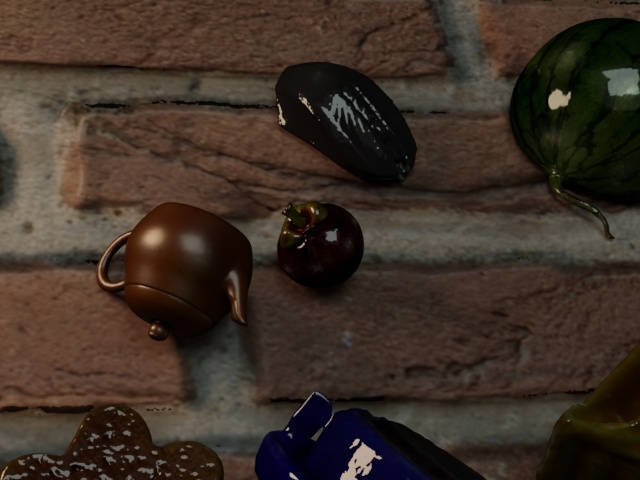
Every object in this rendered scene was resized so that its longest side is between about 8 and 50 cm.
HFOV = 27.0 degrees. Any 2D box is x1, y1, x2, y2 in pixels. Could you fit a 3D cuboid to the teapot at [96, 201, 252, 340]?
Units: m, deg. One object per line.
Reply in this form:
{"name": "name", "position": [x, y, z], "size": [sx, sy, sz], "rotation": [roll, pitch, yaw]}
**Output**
{"name": "teapot", "position": [-0.122, 0.034, 1.125], "size": [0.173, 0.116, 0.116], "rotation": [11, 42, 32]}

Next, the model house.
{"name": "model house", "position": [0.293, 0.133, 1.049], "size": [0.239, 0.268, 0.173], "rotation": [-4, 52, -8]}

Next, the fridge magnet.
{"name": "fridge magnet", "position": [0.072, 0.209, 0.937], "size": [0.265, 0.265, 0.113], "rotation": [35, 91, 15]}

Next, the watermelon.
{"name": "watermelon", "position": [0.305, -0.147, 1.371], "size": [0.232, 0.127, 0.204], "rotation": [-36, 69, -30]}

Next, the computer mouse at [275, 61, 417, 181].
{"name": "computer mouse", "position": [0.027, -0.126, 1.323], "size": [0.172, 0.057, 0.099], "rotation": [42, 51, 17]}

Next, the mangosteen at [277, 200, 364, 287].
{"name": "mangosteen", "position": [0.001, 0.002, 1.192], "size": [0.080, 0.081, 0.081], "rotation": [7, 49, -9]}

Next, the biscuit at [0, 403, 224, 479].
{"name": "biscuit", "position": [-0.170, 0.228, 0.981], "size": [0.179, 0.039, 0.236], "rotation": [28, 50, 7]}
